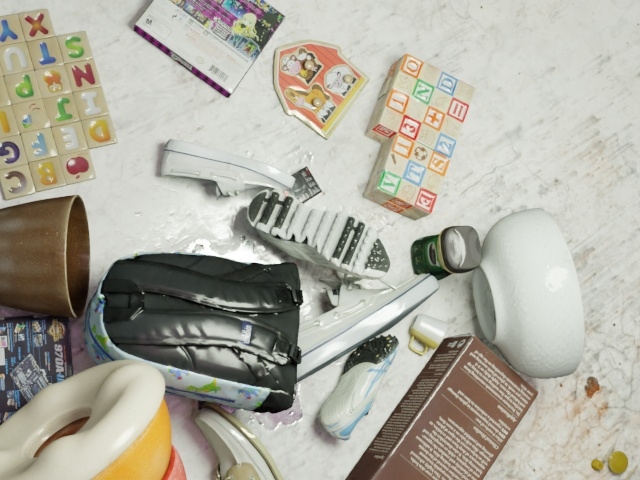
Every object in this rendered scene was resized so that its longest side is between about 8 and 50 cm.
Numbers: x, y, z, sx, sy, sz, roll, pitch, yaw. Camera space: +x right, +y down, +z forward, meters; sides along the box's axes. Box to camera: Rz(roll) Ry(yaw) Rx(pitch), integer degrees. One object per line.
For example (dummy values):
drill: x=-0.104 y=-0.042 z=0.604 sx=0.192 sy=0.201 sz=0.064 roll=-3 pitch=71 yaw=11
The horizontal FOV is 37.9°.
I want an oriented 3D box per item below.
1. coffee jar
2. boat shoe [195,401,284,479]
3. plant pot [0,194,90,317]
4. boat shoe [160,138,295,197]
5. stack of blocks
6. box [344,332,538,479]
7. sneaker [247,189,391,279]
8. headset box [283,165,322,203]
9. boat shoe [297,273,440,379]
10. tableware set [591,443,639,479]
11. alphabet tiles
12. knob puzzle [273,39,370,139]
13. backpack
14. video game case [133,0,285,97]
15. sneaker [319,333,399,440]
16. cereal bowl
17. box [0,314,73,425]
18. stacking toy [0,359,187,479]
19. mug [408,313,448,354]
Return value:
coffee jar: x=0.252 y=0.026 z=1.865 sx=0.079 sy=0.184 sz=0.096 roll=-6 pitch=83 yaw=-18
boat shoe: x=-0.138 y=0.435 z=1.714 sx=0.103 sy=0.113 sz=0.302 roll=-41 pitch=96 yaw=-25
plant pot: x=-0.535 y=0.027 z=1.618 sx=0.230 sy=0.215 sz=0.216 roll=0 pitch=81 yaw=-3
boat shoe: x=-0.181 y=-0.123 z=1.804 sx=0.258 sy=0.095 sz=0.084 roll=15 pitch=86 yaw=0
stack of blocks: x=0.187 y=-0.213 z=1.933 sx=0.171 sy=0.087 sz=0.297 roll=24 pitch=75 yaw=-13
box: x=0.237 y=0.391 z=1.830 sx=0.191 sy=0.143 sz=0.381 roll=42 pitch=70 yaw=-8
sneaker: x=0.000 y=0.000 z=1.785 sx=0.292 sy=0.118 sz=0.110 roll=25 pitch=65 yaw=13
headset box: x=-0.048 y=-0.101 z=1.869 sx=0.083 sy=0.032 sz=0.062 roll=-33 pitch=92 yaw=-19
boat shoe: x=0.052 y=0.129 z=1.827 sx=0.367 sy=0.136 sz=0.156 roll=-30 pitch=78 yaw=-12
tableware set: x=0.644 y=0.520 z=2.002 sx=0.154 sy=0.024 sz=0.104 roll=45 pitch=75 yaw=-8
alphabet tiles: x=-0.549 y=-0.259 z=1.745 sx=0.285 sy=0.011 sz=0.343 roll=-16 pitch=87 yaw=-20
knob puzzle: x=-0.013 y=-0.333 z=1.919 sx=0.213 sy=0.030 sz=0.213 roll=3 pitch=81 yaw=-17
backpack: x=-0.238 y=0.157 z=1.659 sx=0.355 sy=0.273 sz=0.290 roll=15 pitch=61 yaw=-31
video game case: x=-0.219 y=-0.434 z=1.861 sx=0.232 sy=0.042 sz=0.210 roll=34 pitch=73 yaw=-10
sneaker: x=0.083 y=0.286 z=1.835 sx=0.237 sy=0.085 sz=0.086 roll=-52 pitch=131 yaw=-24
cereal bowl: x=0.387 y=0.110 z=1.827 sx=0.141 sy=0.339 sz=0.339 roll=-9 pitch=84 yaw=-5
box: x=-0.528 y=0.243 z=1.651 sx=0.175 sy=0.051 sz=0.220 roll=-4 pitch=83 yaw=-18
stacking toy: x=-0.301 y=0.462 z=1.474 sx=0.350 sy=0.350 sz=0.480 roll=-36 pitch=109 yaw=-19
mug: x=0.214 y=0.187 z=1.896 sx=0.064 sy=0.062 sz=0.078 roll=29 pitch=67 yaw=-4
